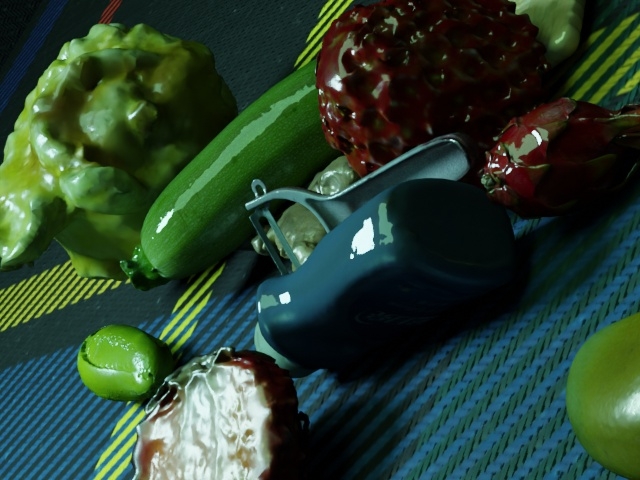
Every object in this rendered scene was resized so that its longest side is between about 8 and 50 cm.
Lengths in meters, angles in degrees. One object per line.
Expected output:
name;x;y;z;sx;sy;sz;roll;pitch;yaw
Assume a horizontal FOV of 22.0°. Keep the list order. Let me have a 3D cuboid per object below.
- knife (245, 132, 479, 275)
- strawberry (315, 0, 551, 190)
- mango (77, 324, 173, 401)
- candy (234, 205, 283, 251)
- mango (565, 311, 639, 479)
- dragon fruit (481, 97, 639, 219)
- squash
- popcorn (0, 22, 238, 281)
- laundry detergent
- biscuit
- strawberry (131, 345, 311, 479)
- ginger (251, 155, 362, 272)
knife;0.044;-0.044;1.422;0.278;0.123;0.053;-29;6;47
strawberry;0.071;-0.139;1.489;0.234;0.178;0.233;-35;44;43
mango;-0.211;0.142;1.827;0.091;0.074;0.165;-54;33;-11
candy;-0.056;-0.051;1.830;0.182;0.046;0.053;-58;18;-23
mango;0.217;0.089;1.013;0.130;0.092;0.195;-57;18;-4
dragon fruit;0.219;-0.074;1.283;0.191;0.094;0.094;-19;35;20
squash;-0.060;-0.085;1.740;0.395;0.107;0.107;-40;24;9
popcorn;-0.231;-0.092;1.930;0.274;0.279;0.335;-12;62;45
laundry detergent;0.032;0.049;1.394;0.290;0.143;0.094;-38;58;47
biscuit;0.207;-0.234;1.584;0.160;0.030;0.249;-34;29;43
strawberry;-0.067;0.213;1.409;0.190;0.111;0.236;-22;61;39
ginger;0.010;-0.013;1.622;0.149;0.065;0.258;-50;20;4
